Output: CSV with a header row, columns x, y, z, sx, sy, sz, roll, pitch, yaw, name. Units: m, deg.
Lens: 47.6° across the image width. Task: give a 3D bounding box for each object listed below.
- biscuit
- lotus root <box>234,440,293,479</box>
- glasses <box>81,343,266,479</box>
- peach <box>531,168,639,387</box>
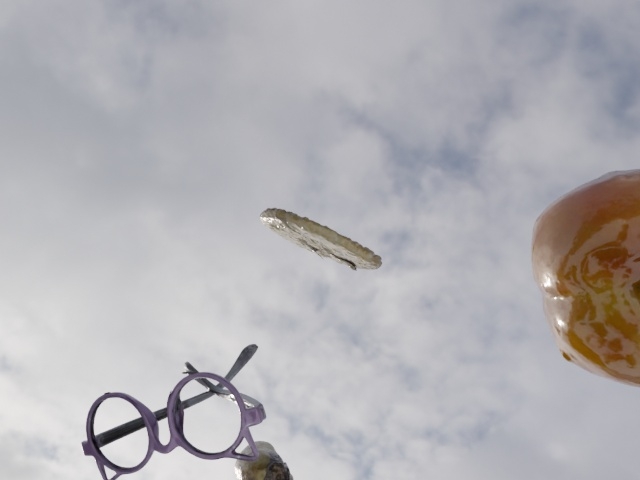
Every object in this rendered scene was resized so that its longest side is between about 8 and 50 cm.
x,y,z,sx,sy,sz,roll,pitch,yaw,name
0.000,0.001,1.170,0.219,0.033,0.220,23,-9,4,biscuit
-0.105,0.430,1.336,0.097,0.258,0.110,-38,-92,-10,lotus root
-0.082,0.114,0.501,0.139,0.104,0.063,-17,-92,21,glasses
0.204,0.023,0.468,0.138,0.138,0.138,3,-52,4,peach
